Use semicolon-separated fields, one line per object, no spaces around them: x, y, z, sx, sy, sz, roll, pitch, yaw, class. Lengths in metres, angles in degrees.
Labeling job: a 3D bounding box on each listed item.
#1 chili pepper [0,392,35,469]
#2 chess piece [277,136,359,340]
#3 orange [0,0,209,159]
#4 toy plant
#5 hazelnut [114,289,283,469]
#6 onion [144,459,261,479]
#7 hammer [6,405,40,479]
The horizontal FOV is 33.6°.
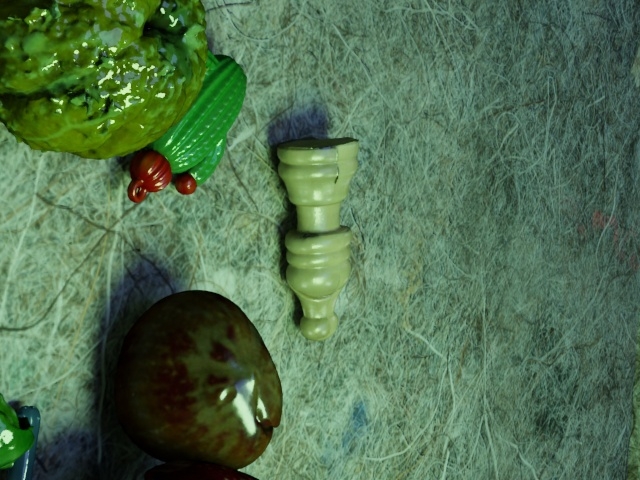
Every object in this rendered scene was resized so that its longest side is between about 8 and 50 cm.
-0.435;0.089;1.010;0.167;0.213;0.385;-33;92;-12;chili pepper
0.000;0.000;1.630;0.139;0.124;0.307;-86;175;-79;chess piece
-0.248;-0.243;1.205;0.300;0.223;0.301;5;88;-57;orange
-0.174;-0.143;1.412;0.154;0.088;0.240;37;70;-63;toy plant
-0.155;0.184;1.343;0.218;0.218;0.234;-33;102;-46;hazelnut
-0.114;0.477;1.213;0.398;0.420;0.398;-34;144;-29;onion
-0.349;0.289;1.230;0.116;0.069;0.194;17;74;-49;hammer
